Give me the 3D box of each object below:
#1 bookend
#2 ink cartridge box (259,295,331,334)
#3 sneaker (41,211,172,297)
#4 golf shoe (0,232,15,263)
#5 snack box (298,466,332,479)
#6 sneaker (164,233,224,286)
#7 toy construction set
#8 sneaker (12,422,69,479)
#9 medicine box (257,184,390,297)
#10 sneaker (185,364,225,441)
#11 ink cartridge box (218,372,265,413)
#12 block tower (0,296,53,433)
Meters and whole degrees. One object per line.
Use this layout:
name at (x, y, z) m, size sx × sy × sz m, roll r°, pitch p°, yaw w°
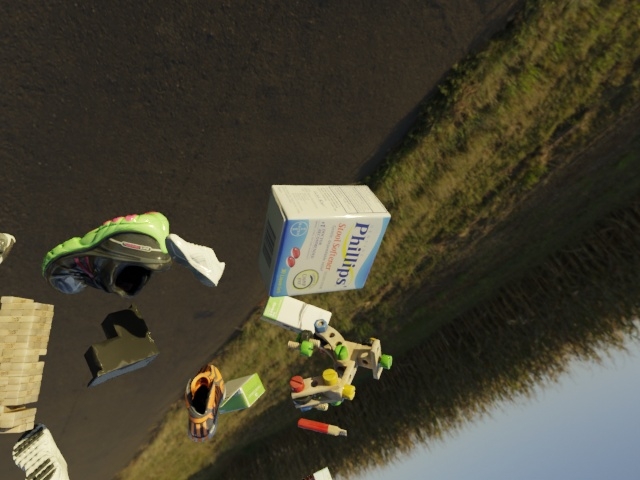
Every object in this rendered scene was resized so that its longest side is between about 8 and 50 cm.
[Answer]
bookend at (-0.513, 0.253, 1.016) m, size 0.072 × 0.156 × 0.157 m, roll -42°, pitch 163°, yaw 32°
ink cartridge box at (-0.113, 0.330, 1.788) m, size 0.273 × 0.114 × 0.198 m, roll 22°, pitch 161°, yaw -6°
sneaker at (-0.602, 0.080, 1.144) m, size 0.483 × 0.202 × 0.185 m, roll -21°, pitch 177°, yaw 30°
golf shoe at (-0.828, 0.062, 1.003) m, size 0.198 × 0.077 × 0.094 m, roll -43°, pitch -170°, yaw 0°
snack box at (-0.033, 0.783, 1.180) m, size 0.070 × 0.174 × 0.207 m, roll 8°, pitch 139°, yaw -49°
sneaker at (-0.268, 0.033, 0.876) m, size 0.054 × 0.061 × 0.152 m, roll -7°, pitch 135°, yaw 40°
toy construction set at (0.061, 0.382, 1.105) m, size 0.237 × 0.308 × 0.257 m, roll 7°, pitch -167°, yaw 17°
sneaker at (-0.878, 0.698, 1.300) m, size 0.110 × 0.292 × 0.118 m, roll -40°, pitch 132°, yaw -25°
medicine box at (0.000, 0.000, 1.104) m, size 0.289 × 0.149 × 0.263 m, roll -3°, pitch 129°, yaw -24°
sneaker at (-0.395, 0.510, 1.426) m, size 0.125 × 0.321 × 0.180 m, roll -1°, pitch 115°, yaw -12°
ink cartridge box at (-0.391, 0.692, 1.762) m, size 0.189 × 0.097 × 0.255 m, roll -24°, pitch -176°, yaw 29°
block tower at (-0.787, 0.317, 1.066) m, size 0.097 × 0.335 × 0.091 m, roll 0°, pitch 165°, yaw -4°
